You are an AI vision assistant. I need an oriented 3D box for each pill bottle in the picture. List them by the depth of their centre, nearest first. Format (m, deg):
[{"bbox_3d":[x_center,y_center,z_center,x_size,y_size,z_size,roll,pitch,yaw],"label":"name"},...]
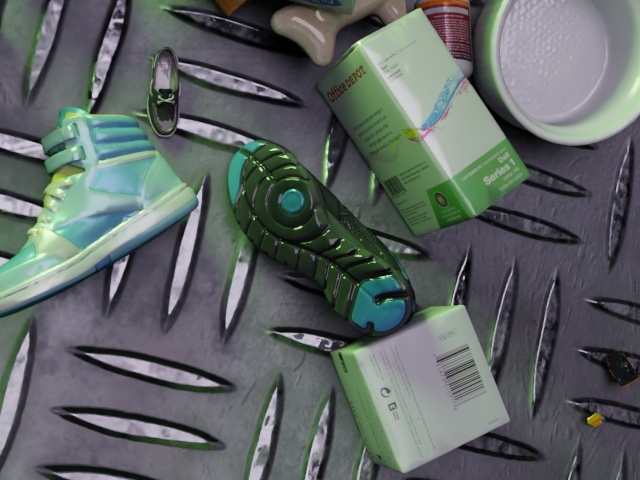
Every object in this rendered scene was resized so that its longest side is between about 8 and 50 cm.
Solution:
[{"bbox_3d":[0.186,-0.289,1.444,0.086,0.086,0.152,0,83,-16],"label":"pill bottle"}]

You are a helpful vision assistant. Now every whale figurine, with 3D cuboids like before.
[{"bbox_3d":[0.028,-0.372,1.378,0.216,0.141,0.272,35,75,-15],"label":"whale figurine"}]

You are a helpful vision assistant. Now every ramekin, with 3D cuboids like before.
[{"bbox_3d":[0.361,-0.286,1.440,0.277,0.135,0.277,-2,100,-13],"label":"ramekin"}]

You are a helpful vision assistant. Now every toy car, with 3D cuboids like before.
[{"bbox_3d":[0.447,0.232,1.494,0.122,0.060,0.040,-48,142,0],"label":"toy car"}]

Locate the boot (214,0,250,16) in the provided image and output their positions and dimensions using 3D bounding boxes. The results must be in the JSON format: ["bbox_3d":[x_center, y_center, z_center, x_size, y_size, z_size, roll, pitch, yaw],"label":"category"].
[{"bbox_3d":[-0.091,-0.479,1.390,0.295,0.104,0.211,-45,104,-14],"label":"boot"}]

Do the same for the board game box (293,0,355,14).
[{"bbox_3d":[-0.070,-0.494,1.283,0.318,0.066,0.319,15,81,2],"label":"board game box"}]

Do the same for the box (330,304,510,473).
[{"bbox_3d":[0.139,0.205,1.353,0.182,0.119,0.181,-22,90,-17],"label":"box"}]

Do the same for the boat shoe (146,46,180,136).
[{"bbox_3d":[-0.217,-0.209,1.341,0.046,0.038,0.125,5,82,-16],"label":"boat shoe"}]

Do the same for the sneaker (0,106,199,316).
[{"bbox_3d":[-0.340,-0.049,1.244,0.319,0.127,0.208,-34,95,-27],"label":"sneaker"}]

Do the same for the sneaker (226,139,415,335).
[{"bbox_3d":[0.000,0.000,1.348,0.125,0.139,0.341,-44,78,12],"label":"sneaker"}]

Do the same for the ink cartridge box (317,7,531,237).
[{"bbox_3d":[0.138,-0.159,1.354,0.117,0.201,0.278,-35,93,-18],"label":"ink cartridge box"}]
